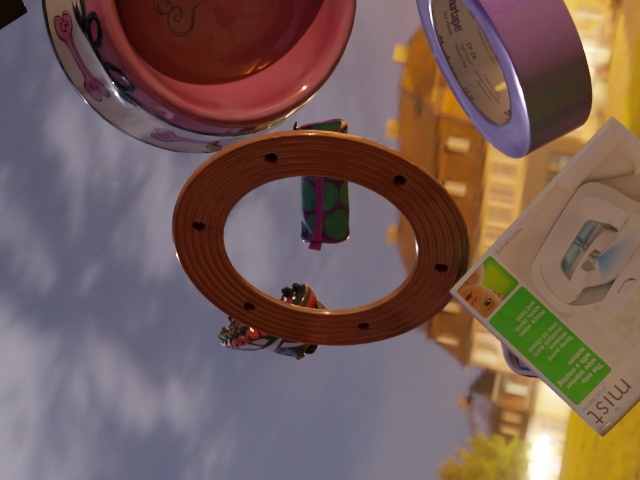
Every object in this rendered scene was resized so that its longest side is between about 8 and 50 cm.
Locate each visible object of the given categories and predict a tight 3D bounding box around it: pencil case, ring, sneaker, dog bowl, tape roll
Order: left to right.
[{"bbox_3d":[-0.133,-0.311,1.624,0.150,0.407,0.408,10,90,65],"label":"dog bowl"},{"bbox_3d":[-0.078,0.168,2.383,0.135,0.276,0.098,41,-128,-23],"label":"sneaker"},{"bbox_3d":[0.000,0.000,1.460,0.337,0.336,0.032,88,-174,-45],"label":"ring"},{"bbox_3d":[0.003,-0.070,1.566,0.070,0.064,0.152,-57,-32,-62],"label":"pencil case"},{"bbox_3d":[0.219,-0.241,1.579,0.275,0.090,0.275,60,171,16],"label":"tape roll"}]

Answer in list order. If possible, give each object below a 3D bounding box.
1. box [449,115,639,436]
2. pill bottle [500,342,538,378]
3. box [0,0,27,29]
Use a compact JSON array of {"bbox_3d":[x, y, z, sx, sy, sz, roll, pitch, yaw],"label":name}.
[{"bbox_3d":[0.318,0.040,1.417,0.262,0.231,0.127,-47,-12,10],"label":"box"},{"bbox_3d":[0.438,0.158,2.092,0.153,0.264,0.153,-5,-83,-50],"label":"pill bottle"},{"bbox_3d":[-0.548,-0.359,1.921,0.184,0.045,0.191,-33,-26,-10],"label":"box"}]
